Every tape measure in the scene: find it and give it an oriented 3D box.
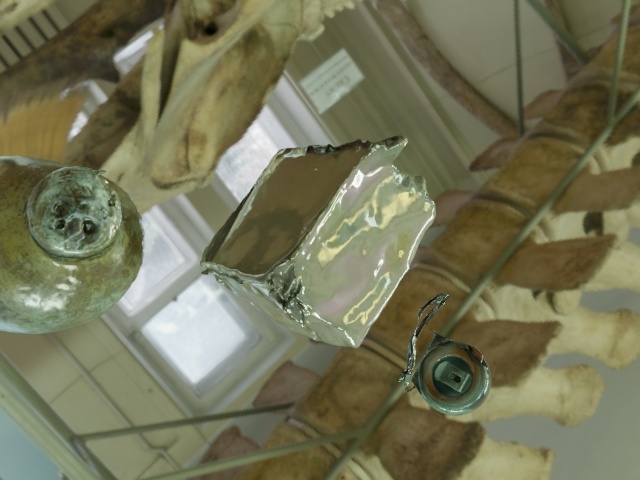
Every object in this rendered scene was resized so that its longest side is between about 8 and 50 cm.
[{"bbox_3d":[0.163,0.154,0.886,0.107,0.180,0.104,24,-114,24],"label":"tape measure"}]

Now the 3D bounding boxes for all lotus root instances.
[{"bbox_3d":[-0.260,0.007,0.624,0.349,0.175,0.175,0,-142,50],"label":"lotus root"}]

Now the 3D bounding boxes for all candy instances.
[{"bbox_3d":[0.000,0.000,0.702,0.185,0.137,0.195,6,-122,55],"label":"candy"}]
